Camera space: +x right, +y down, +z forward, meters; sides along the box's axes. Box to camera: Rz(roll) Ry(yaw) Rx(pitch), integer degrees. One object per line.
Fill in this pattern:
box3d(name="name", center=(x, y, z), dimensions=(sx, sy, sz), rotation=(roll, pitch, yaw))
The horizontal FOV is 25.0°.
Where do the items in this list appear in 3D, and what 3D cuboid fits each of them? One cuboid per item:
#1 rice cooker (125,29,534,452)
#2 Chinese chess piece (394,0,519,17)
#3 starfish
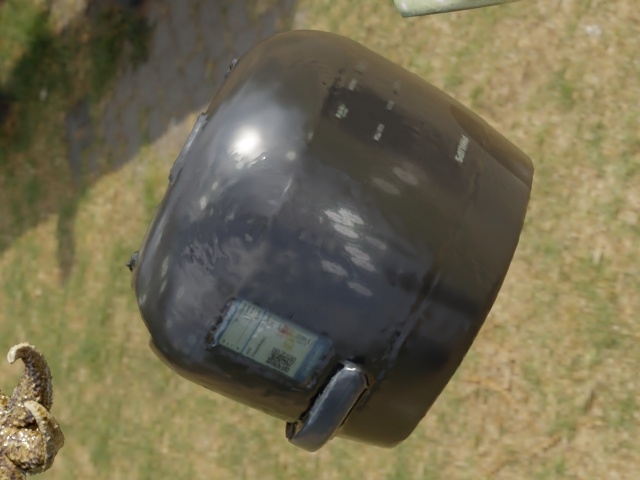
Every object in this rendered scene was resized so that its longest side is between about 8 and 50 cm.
box3d(name="rice cooker", center=(0.000, 0.000, 0.986), dimensions=(0.267, 0.224, 0.267), rotation=(-155, 90, -85))
box3d(name="Chinese chess piece", center=(0.086, -0.160, 0.899), dimensions=(0.084, 0.084, 0.034), rotation=(7, 107, 54))
box3d(name="starfish", center=(-0.137, 0.083, 0.598), dimensions=(0.091, 0.028, 0.078), rotation=(-16, 72, 39))
